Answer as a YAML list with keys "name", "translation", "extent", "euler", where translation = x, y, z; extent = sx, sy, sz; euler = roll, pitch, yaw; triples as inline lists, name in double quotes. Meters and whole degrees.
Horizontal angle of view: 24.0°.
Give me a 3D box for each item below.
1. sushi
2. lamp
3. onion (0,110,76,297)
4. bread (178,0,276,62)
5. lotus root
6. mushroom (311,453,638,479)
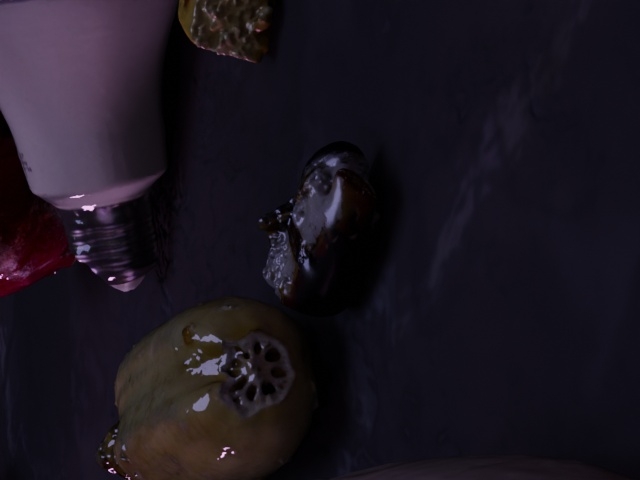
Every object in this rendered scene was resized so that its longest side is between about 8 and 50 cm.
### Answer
- name: "sushi"
  translation: [0.000, 0.000, 0.666]
  extent: [0.046, 0.044, 0.083]
  euler: [-111, 31, -44]
- name: "lamp"
  translation: [-0.159, -0.139, 0.923]
  extent: [0.182, 0.182, 0.313]
  euler: [-128, 28, -56]
- name: "onion"
  translation: [-0.206, -0.043, 1.063]
  extent: [0.198, 0.135, 0.173]
  euler: [-22, 40, 23]
- name: "bread"
  translation: [-0.027, -0.196, 0.741]
  extent: [0.088, 0.049, 0.226]
  euler: [-130, 47, -57]
- name: "lotus root"
  translation: [-0.058, 0.083, 0.748]
  extent: [0.183, 0.077, 0.090]
  euler: [-38, 46, 56]
- name: "mushroom"
  translation: [0.063, 0.125, 0.427]
  extent: [0.350, 0.128, 0.128]
  euler: [-7, 81, 61]
